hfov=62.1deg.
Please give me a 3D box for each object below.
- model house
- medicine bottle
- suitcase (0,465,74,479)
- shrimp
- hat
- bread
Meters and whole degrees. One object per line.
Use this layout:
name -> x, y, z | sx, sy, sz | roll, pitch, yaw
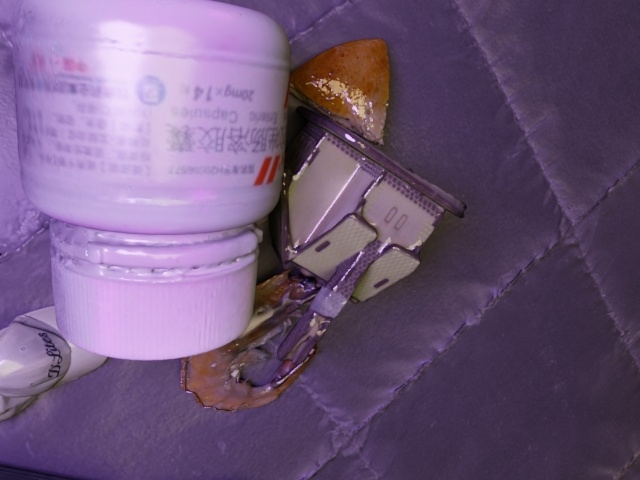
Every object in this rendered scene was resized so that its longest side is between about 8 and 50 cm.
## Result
model house -> 0.000, 0.000, 0.673 | 0.204, 0.218, 0.279 | 30, 101, -21
medicine bottle -> -0.165, -0.069, 0.548 | 0.255, 0.256, 0.325 | 0, 106, -20
suitcase -> -0.394, 0.363, 0.597 | 0.312, 0.128, 0.202 | 22, 90, -22
shrimp -> -0.070, 0.143, 0.728 | 0.253, 0.058, 0.173 | -28, 114, -13
hat -> -0.333, 0.149, 0.621 | 0.166, 0.081, 0.123 | -13, 106, -28
bread -> 0.051, -0.218, 0.711 | 0.154, 0.054, 0.136 | 34, 76, -13
